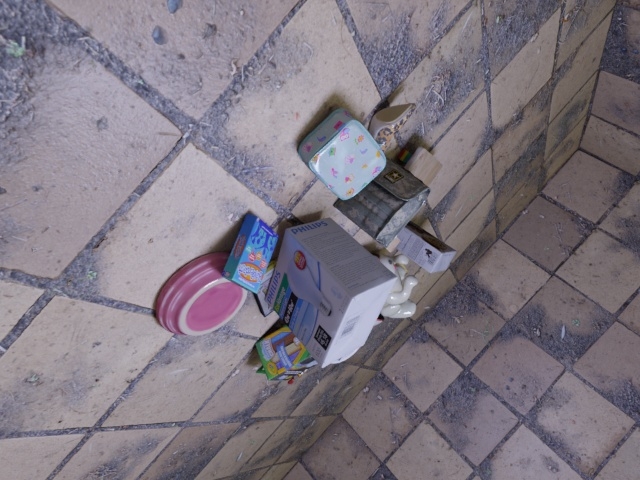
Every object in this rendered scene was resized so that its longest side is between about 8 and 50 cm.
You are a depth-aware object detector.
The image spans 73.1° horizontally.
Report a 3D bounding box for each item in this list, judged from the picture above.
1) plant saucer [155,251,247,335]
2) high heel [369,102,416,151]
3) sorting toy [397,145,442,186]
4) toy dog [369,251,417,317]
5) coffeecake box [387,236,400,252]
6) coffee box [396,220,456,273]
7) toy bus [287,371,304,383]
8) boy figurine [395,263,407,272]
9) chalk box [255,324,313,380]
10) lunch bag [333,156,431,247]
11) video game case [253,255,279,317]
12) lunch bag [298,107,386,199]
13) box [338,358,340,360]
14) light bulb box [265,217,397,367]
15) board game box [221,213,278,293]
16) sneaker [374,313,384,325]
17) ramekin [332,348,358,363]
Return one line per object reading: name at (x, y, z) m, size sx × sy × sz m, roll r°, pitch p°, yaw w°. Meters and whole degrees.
plant saucer at (-0.363, 0.191, 1.407) m, size 0.332 × 0.084 × 0.332 m, roll -32°, pitch 146°, yaw -24°
high heel at (0.233, -0.358, 1.514) m, size 0.261 × 0.093 × 0.186 m, roll -33°, pitch 144°, yaw 6°
sorting toy at (0.368, -0.262, 1.815) m, size 0.257 × 0.089 × 0.255 m, roll -56°, pitch 149°, yaw 13°
toy dog at (0.264, 0.189, 2.076) m, size 0.394 × 0.285 × 0.408 m, roll -9°, pitch 152°, yaw 12°
coffeecake box at (0.226, -0.046, 1.786) m, size 0.068 × 0.185 × 0.142 m, roll -50°, pitch 150°, yaw 4°
coffee box at (0.474, 0.022, 2.074) m, size 0.168 × 0.297 × 0.119 m, roll -2°, pitch 124°, yaw -50°
toy bus at (-0.109, 0.625, 2.213) m, size 0.202 × 0.104 × 0.191 m, roll -41°, pitch 177°, yaw 30°
boy figurine at (0.382, 0.239, 2.416) m, size 0.285 × 0.092 × 0.177 m, roll -53°, pitch 147°, yaw 15°
chalk box at (-0.156, 0.502, 1.904) m, size 0.288 × 0.179 × 0.180 m, roll -31°, pitch 153°, yaw 11°
lunch bag at (0.238, -0.158, 1.622) m, size 0.287 × 0.235 × 0.169 m, roll -51°, pitch 152°, yaw 4°
video game case at (-0.150, 0.156, 1.688) m, size 0.248 × 0.035 × 0.275 m, roll -36°, pitch 148°, yaw -20°
lunch bag at (0.078, -0.270, 1.376) m, size 0.224 × 0.108 × 0.279 m, roll -45°, pitch 142°, yaw 7°
box at (0.102, 0.489, 2.108) m, size 0.114 × 0.036 × 0.207 m, roll 24°, pitch 101°, yaw -43°
light bulb box at (0.021, 0.173, 1.531) m, size 0.225 × 0.361 × 0.358 m, roll -16°, pitch 137°, yaw -40°
board game box at (-0.218, 0.046, 1.374) m, size 0.160 × 0.047 × 0.211 m, roll 46°, pitch 60°, yaw -60°
sneaker at (0.261, 0.497, 2.560) m, size 0.270 × 0.090 × 0.145 m, roll 4°, pitch 123°, yaw -50°
ramekin at (0.089, 0.476, 2.211) m, size 0.277 × 0.135 × 0.278 m, roll -19°, pitch 127°, yaw -27°
